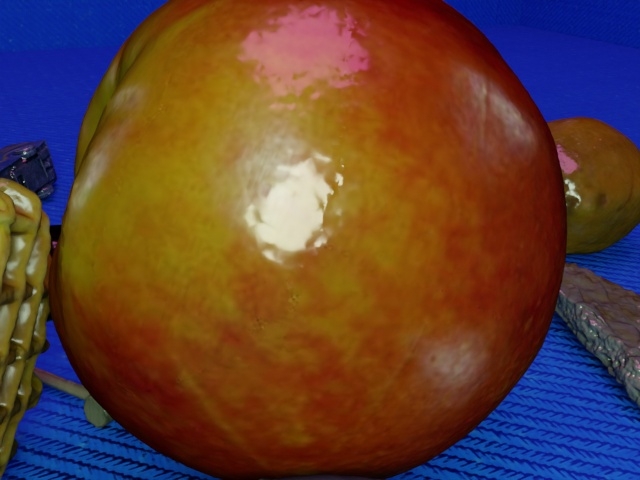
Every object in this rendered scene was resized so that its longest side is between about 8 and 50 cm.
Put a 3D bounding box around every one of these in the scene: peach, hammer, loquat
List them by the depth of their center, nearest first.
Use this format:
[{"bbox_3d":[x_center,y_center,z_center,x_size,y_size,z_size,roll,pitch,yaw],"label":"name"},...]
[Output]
[{"bbox_3d":[0.000,0.000,0.525,0.388,0.388,0.388,1,24,-1],"label":"peach"},{"bbox_3d":[-0.245,0.117,0.644,0.195,0.028,0.060,13,21,26],"label":"hammer"},{"bbox_3d":[0.323,-0.070,0.926,0.234,0.176,0.187,-13,12,-35],"label":"loquat"}]

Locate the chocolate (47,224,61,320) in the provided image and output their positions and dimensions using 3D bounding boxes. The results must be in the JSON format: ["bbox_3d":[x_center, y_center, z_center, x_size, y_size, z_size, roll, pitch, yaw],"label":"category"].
[{"bbox_3d":[-0.294,0.021,0.783,0.148,0.080,0.125,-16,30,-30],"label":"chocolate"}]

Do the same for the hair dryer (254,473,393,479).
[{"bbox_3d":[-0.050,0.260,0.271,0.301,0.121,0.361,-11,32,-7],"label":"hair dryer"}]

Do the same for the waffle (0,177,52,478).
[{"bbox_3d":[-0.223,0.100,0.409,0.065,0.283,0.309,18,40,-3],"label":"waffle"}]

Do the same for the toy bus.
[{"bbox_3d":[-0.450,-0.072,0.992,0.094,0.079,0.236,-11,22,11],"label":"toy bus"}]

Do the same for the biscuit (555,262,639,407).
[{"bbox_3d":[0.316,0.095,0.696,0.141,0.038,0.290,3,28,-21],"label":"biscuit"}]
